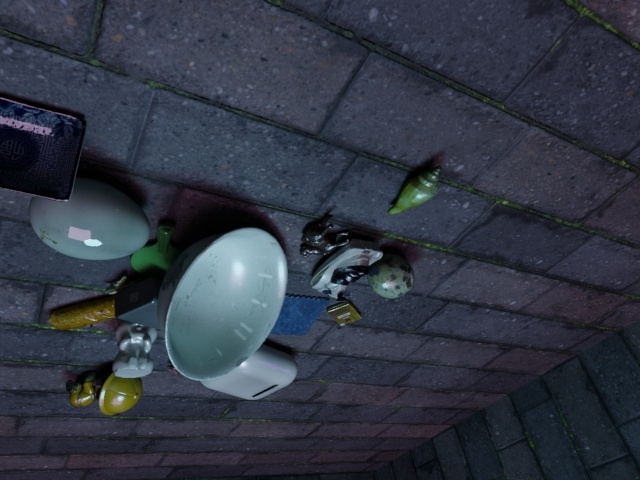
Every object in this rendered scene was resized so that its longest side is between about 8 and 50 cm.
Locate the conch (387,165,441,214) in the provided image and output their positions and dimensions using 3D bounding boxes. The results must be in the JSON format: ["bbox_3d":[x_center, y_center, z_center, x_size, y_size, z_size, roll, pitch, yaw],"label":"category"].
[{"bbox_3d":[0.264,-0.130,1.286,0.094,0.080,0.201,-8,160,-25],"label":"conch"}]

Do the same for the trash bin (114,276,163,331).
[{"bbox_3d":[-0.476,0.199,1.442,0.176,0.101,0.236,-21,152,21],"label":"trash bin"}]

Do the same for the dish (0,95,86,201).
[{"bbox_3d":[-0.617,-0.186,0.957,0.243,0.182,0.080,12,174,-25],"label":"dish"}]

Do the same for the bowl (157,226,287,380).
[{"bbox_3d":[-0.305,0.146,1.325,0.196,0.435,0.435,20,156,33],"label":"bowl"}]

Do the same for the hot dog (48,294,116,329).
[{"bbox_3d":[-0.704,0.220,1.476,0.285,0.061,0.088,-19,129,7],"label":"hot dog"}]

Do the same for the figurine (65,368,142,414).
[{"bbox_3d":[-0.803,0.570,1.794,0.256,0.167,0.192,-11,155,2],"label":"figurine"}]

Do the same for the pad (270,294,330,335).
[{"bbox_3d":[-0.131,0.272,1.724,0.269,0.012,0.270,7,137,-23],"label":"pad"}]

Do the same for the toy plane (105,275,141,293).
[{"bbox_3d":[-0.582,0.136,1.415,0.111,0.040,0.102,-9,140,-6],"label":"toy plane"}]

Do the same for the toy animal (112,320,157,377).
[{"bbox_3d":[-0.607,0.351,1.552,0.127,0.193,0.178,6,140,-25],"label":"toy animal"}]

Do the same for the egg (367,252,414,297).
[{"bbox_3d":[0.228,0.115,1.521,0.141,0.141,0.181,-36,143,27],"label":"egg"}]

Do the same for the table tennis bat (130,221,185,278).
[{"bbox_3d":[-0.444,0.034,1.335,0.160,0.039,0.257,6,143,-21],"label":"table tennis bat"}]

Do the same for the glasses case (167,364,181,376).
[{"bbox_3d":[-0.531,0.466,1.810,0.102,0.070,0.193,2,139,-15],"label":"glasses case"}]

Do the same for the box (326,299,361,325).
[{"bbox_3d":[0.089,0.270,1.769,0.090,0.023,0.133,-22,140,14],"label":"box"}]

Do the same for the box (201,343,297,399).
[{"bbox_3d":[-0.282,0.511,1.873,0.288,0.141,0.349,-33,137,23],"label":"box"}]

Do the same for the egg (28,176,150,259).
[{"bbox_3d":[-0.522,-0.045,1.097,0.264,0.183,0.183,22,131,-41],"label":"egg"}]

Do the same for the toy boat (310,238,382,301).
[{"bbox_3d":[0.074,0.105,1.479,0.140,0.141,0.269,15,129,-29],"label":"toy boat"}]

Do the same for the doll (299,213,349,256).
[{"bbox_3d":[0.000,0.000,1.393,0.165,0.057,0.139,-26,142,24],"label":"doll"}]
